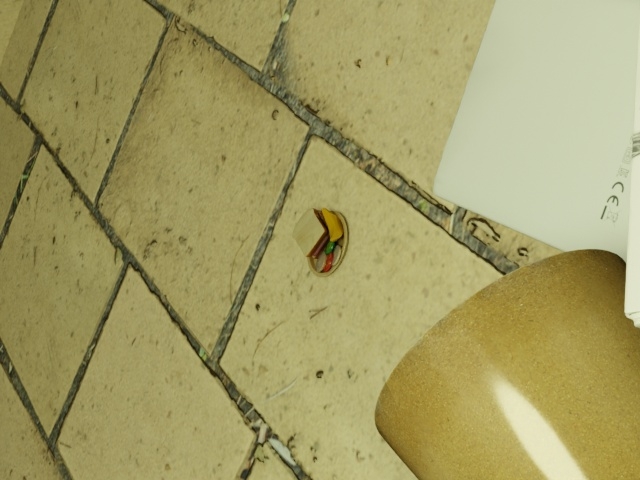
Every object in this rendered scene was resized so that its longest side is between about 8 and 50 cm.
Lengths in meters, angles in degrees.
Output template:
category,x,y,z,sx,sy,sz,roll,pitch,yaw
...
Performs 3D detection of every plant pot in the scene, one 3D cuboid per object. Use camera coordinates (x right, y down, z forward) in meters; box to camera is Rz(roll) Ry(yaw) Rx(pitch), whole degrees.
category,x,y,z,sx,sy,sz,roll,pitch,yaw
plant pot,0.204,0.179,1.005,0.237,0.237,0.254,-53,54,31

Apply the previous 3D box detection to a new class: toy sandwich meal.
category,x,y,z,sx,sy,sz,roll,pitch,yaw
toy sandwich meal,0.000,0.000,1.528,0.085,0.029,0.086,-27,56,49

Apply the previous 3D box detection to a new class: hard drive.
category,x,y,z,sx,sy,sz,roll,pitch,yaw
hard drive,0.247,-0.103,1.183,0.353,0.047,0.233,29,102,56

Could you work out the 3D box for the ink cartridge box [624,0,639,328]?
category,x,y,z,sx,sy,sz,roll,pitch,yaw
ink cartridge box,0.322,-0.069,0.908,0.117,0.207,0.283,-13,67,56
